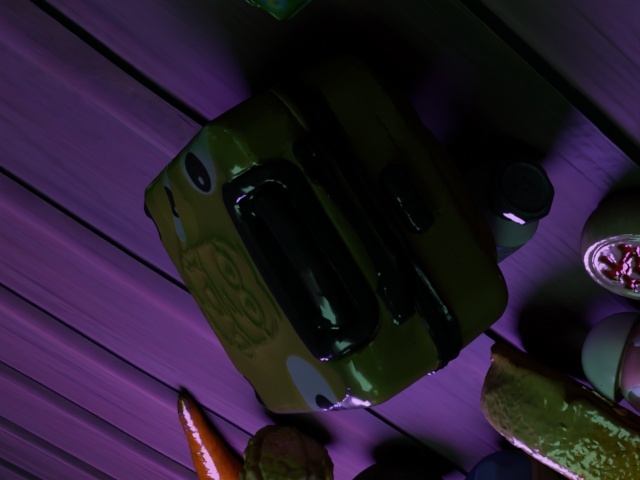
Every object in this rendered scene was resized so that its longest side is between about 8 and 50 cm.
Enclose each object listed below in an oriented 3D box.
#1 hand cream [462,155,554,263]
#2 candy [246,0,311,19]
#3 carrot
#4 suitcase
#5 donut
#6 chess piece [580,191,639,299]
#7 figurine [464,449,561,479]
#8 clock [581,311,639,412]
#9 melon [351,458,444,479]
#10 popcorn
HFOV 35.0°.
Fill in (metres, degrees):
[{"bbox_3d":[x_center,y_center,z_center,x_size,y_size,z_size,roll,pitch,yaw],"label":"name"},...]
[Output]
[{"bbox_3d":[0.080,0.012,0.739,0.091,0.058,0.271,39,152,-5],"label":"hand cream"},{"bbox_3d":[0.004,-0.186,0.459,0.097,0.062,0.194,35,148,-20],"label":"candy"},{"bbox_3d":[-0.145,0.271,1.299,0.061,0.061,0.257,7,145,24],"label":"carrot"},{"bbox_3d":[0.000,0.000,0.639,0.194,0.143,0.235,59,157,-2],"label":"suitcase"},{"bbox_3d":[0.202,0.147,0.795,0.178,0.065,0.162,28,-177,9],"label":"donut"},{"bbox_3d":[0.210,0.005,0.653,0.083,0.038,0.084,18,151,11],"label":"chess piece"},{"bbox_3d":[0.197,0.317,1.055,0.180,0.154,0.262,-41,123,10],"label":"figurine"},{"bbox_3d":[0.283,0.092,0.707,0.166,0.093,0.162,28,159,-13],"label":"clock"},{"bbox_3d":[0.086,0.302,1.140,0.114,0.114,0.167,29,149,-11],"label":"melon"},{"bbox_3d":[-0.044,0.268,1.176,0.106,0.120,0.116,52,147,17],"label":"popcorn"}]
